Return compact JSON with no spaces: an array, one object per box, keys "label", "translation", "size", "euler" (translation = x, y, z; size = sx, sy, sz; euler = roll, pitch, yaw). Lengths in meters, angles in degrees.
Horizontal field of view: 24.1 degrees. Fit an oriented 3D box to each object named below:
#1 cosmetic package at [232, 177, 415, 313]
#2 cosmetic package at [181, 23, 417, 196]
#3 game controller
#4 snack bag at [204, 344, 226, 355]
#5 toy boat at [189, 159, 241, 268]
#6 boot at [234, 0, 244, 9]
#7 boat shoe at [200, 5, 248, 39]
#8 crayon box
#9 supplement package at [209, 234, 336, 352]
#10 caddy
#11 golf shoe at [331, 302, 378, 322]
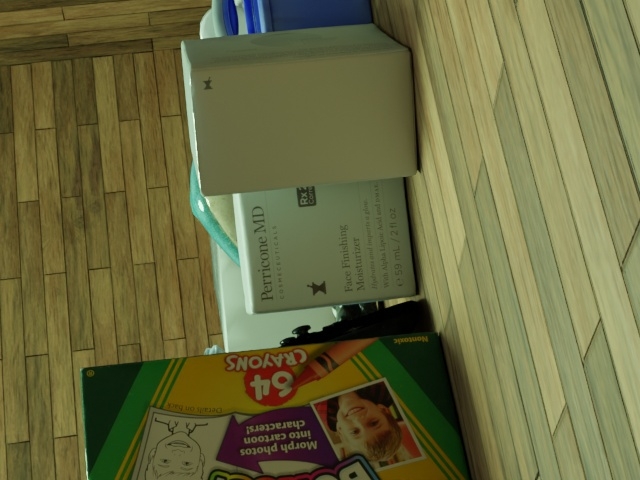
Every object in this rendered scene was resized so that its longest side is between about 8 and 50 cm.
[{"label":"cosmetic package","translation":[0.000,0.000,1.675],"size":[0.151,0.183,0.151],"euler":[153,110,-84]},{"label":"cosmetic package","translation":[-0.028,-0.143,1.593],"size":[0.225,0.224,0.138],"euler":[-116,21,-75]},{"label":"game controller","translation":[0.019,0.114,1.703],"size":[0.067,0.166,0.319],"euler":[62,173,3]},{"label":"snack bag","translation":[-0.019,0.317,1.618],"size":[0.342,0.037,0.323],"euler":[34,-137,-33]},{"label":"toy boat","translation":[-0.081,-0.065,1.978],"size":[0.267,0.148,0.318],"euler":[49,-152,-32]},{"label":"boot","translation":[-0.045,-0.365,2.112],"size":[0.258,0.095,0.123],"euler":[41,133,52]},{"label":"boat shoe","translation":[-0.068,-0.207,2.149],"size":[0.301,0.108,0.102],"euler":[52,-176,-6]},{"label":"crayon box","translation":[-0.038,0.261,1.437],"size":[0.106,0.363,0.313],"euler":[95,168,-55]},{"label":"supplement package","translation":[-0.057,0.034,2.202],"size":[0.263,0.199,0.198],"euler":[-108,14,-64]},{"label":"caddy","translation":[-0.043,-0.277,1.827],"size":[0.241,0.179,0.341],"euler":[98,164,-72]},{"label":"golf shoe","translation":[0.036,0.044,1.911],"size":[0.094,0.077,0.198],"euler":[-109,15,-68]}]
